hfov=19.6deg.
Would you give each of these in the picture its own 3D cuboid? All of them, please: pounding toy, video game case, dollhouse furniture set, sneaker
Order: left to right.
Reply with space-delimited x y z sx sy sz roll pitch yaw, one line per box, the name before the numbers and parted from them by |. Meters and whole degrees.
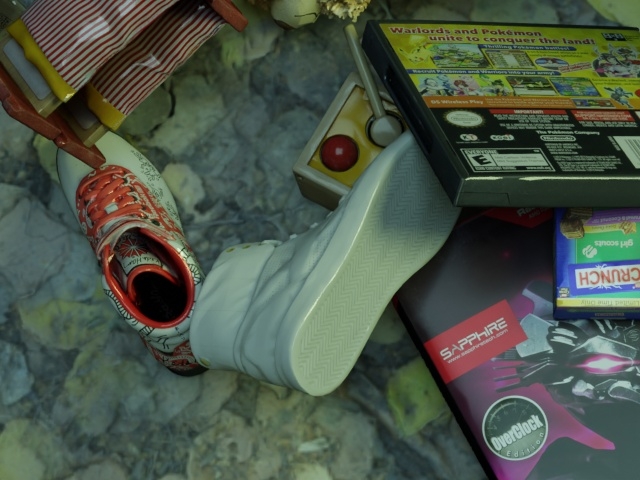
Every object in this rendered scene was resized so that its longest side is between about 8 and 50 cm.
dollhouse furniture set | -0.262 -0.264 1.694 0.201 0.152 0.374 -45 59 5
sneaker | -0.170 -0.012 1.667 0.090 0.145 0.270 -28 71 -3
sneaker | 0.000 0.000 1.594 0.169 0.108 0.292 5 48 45
pounding toy | 0.049 -0.096 1.692 0.130 0.100 0.141 28 78 14
video game case | 0.201 -0.112 1.598 0.274 0.035 0.248 -1 37 -20

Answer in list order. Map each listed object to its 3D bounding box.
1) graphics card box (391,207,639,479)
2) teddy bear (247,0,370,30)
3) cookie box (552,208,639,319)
graphics card box | 0.235 0.131 1.604 0.232 0.094 0.371 -27 72 -2
teddy bear | 0.065 -0.268 1.701 0.338 0.113 0.245 -17 30 4
cookie box | 0.243 0.011 1.571 0.091 0.040 0.107 0 72 5
